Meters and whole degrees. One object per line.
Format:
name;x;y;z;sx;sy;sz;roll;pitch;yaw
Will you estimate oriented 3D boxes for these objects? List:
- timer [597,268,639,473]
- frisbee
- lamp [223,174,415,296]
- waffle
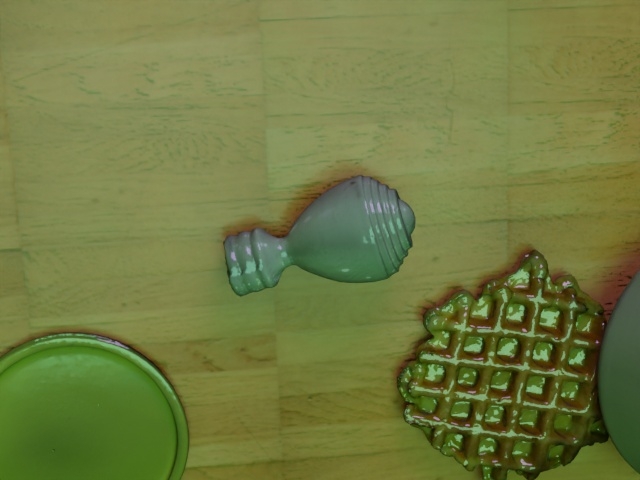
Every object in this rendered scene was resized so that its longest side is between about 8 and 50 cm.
timer;0.468;0.153;0.992;0.291;0.315;0.291;-4;101;-20
frisbee;-0.255;0.207;1.095;0.236;0.017;0.236;-2;103;-7
lamp;0.000;0.000;1.043;0.193;0.106;0.106;-14;104;6
waffle;0.208;0.146;1.124;0.238;0.059;0.243;-39;102;6
